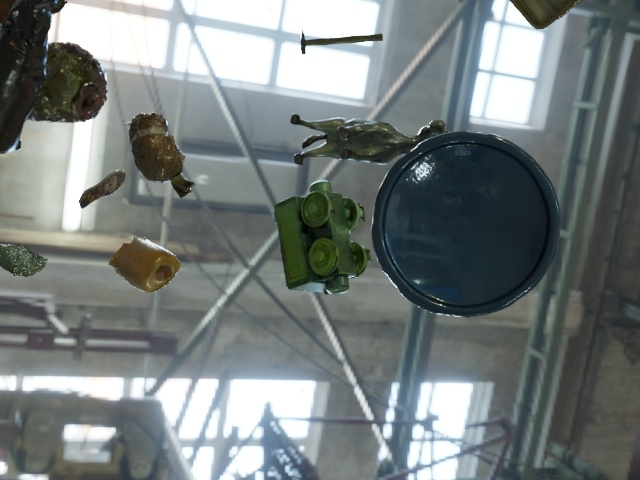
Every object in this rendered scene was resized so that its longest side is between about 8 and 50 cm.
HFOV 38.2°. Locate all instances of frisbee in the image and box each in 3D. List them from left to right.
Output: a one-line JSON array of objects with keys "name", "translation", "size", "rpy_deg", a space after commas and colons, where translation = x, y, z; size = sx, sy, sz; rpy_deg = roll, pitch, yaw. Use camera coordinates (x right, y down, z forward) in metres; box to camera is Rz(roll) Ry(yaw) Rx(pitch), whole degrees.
[{"name": "frisbee", "translation": [0.222, -0.025, 1.429], "size": [0.049, 0.290, 0.289], "rpy_deg": [-64, 161, -84]}]

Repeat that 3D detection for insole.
[{"name": "insole", "translation": [-0.539, -0.129, 2.295], "size": [0.197, 0.004, 0.065], "rpy_deg": [-43, 153, -57]}]

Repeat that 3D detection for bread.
[{"name": "bread", "translation": [-0.461, 0.061, 2.441], "size": [0.173, 0.134, 0.085], "rpy_deg": [20, -39, 42]}]

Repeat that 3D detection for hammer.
[{"name": "hammer", "translation": [0.050, -0.479, 2.198], "size": [0.013, 0.199, 0.062], "rpy_deg": [-97, -178, -54]}]

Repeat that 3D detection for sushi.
[{"name": "sushi", "translation": [-0.541, -0.313, 1.818], "size": [0.107, 0.241, 0.161], "rpy_deg": [-152, -115, -76]}]

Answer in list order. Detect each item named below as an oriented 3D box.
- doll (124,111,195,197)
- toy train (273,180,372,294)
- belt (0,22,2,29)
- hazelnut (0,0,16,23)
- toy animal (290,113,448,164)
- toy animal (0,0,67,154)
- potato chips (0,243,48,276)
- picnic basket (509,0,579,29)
[{"name": "doll", "translation": [-0.371, -0.191, 2.128], "size": [0.105, 0.115, 0.221], "rpy_deg": [-32, -96, 46]}, {"name": "toy train", "translation": [0.000, 0.000, 2.196], "size": [0.188, 0.159, 0.271], "rpy_deg": [-20, -108, 37]}, {"name": "belt", "translation": [-0.633, -0.357, 1.788], "size": [0.079, 0.121, 0.151], "rpy_deg": [35, -39, 16]}, {"name": "hazelnut", "translation": [-0.844, -0.440, 2.077], "size": [0.353, 0.421, 0.421], "rpy_deg": [36, -58, 35]}, {"name": "toy animal", "translation": [0.071, -0.161, 1.509], "size": [0.255, 0.170, 0.089], "rpy_deg": [8, -80, 24]}, {"name": "toy animal", "translation": [-0.505, -0.305, 1.545], "size": [0.168, 0.106, 0.343], "rpy_deg": [-92, -153, -70]}, {"name": "potato chips", "translation": [-0.801, 0.025, 2.318], "size": [0.167, 0.228, 0.059], "rpy_deg": [131, -22, -62]}, {"name": "picnic basket", "translation": [0.426, -0.539, 1.553], "size": [0.228, 0.175, 0.313], "rpy_deg": [49, -35, -2]}]
